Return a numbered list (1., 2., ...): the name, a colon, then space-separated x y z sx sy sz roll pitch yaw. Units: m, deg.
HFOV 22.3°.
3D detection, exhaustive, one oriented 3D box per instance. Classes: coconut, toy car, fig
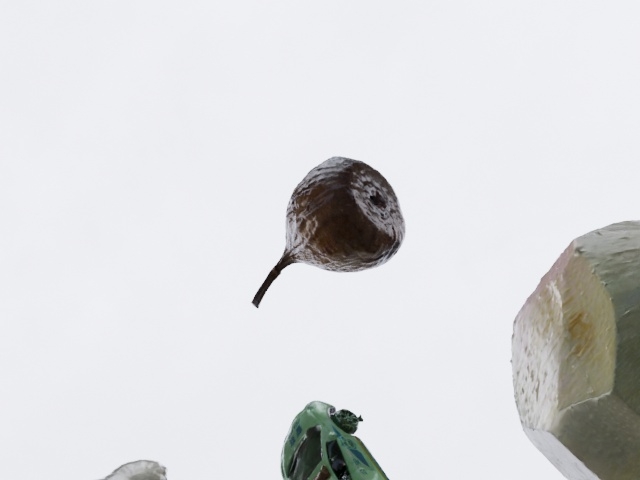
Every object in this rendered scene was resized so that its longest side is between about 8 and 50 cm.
1. coconut: 0.246 0.092 1.143 0.197 0.237 0.237 16 -51 -12
2. toy car: 0.013 0.211 1.346 0.058 0.186 0.093 9 -58 -39
3. fig: 0.000 0.000 1.894 0.146 0.134 0.201 27 -56 -32

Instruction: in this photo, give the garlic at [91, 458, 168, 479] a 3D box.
1. garlic: -0.238 0.393 1.789 0.184 0.281 0.203 -9 -12 -9
